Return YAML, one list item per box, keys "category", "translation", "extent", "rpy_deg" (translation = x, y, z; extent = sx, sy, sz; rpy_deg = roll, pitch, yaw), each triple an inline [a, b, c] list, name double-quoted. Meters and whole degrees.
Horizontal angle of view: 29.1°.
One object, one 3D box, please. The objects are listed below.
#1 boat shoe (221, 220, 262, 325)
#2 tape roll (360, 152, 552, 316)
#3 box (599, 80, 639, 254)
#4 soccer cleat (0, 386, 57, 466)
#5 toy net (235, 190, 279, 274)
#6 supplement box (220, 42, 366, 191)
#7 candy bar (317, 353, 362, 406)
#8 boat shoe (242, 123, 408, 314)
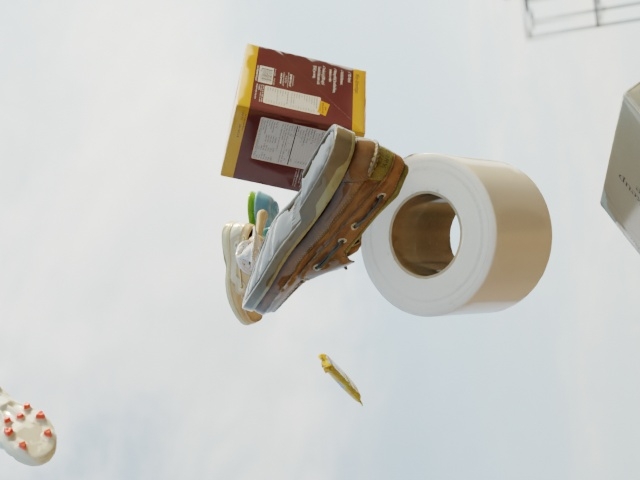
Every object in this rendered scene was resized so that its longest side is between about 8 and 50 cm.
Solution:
- category: "boat shoe"
  translation: [-0.112, 0.053, 1.933]
  extent: [0.063, 0.059, 0.170]
  rpy_deg: [-28, -67, -51]
- category: "tape roll"
  translation: [0.204, -0.007, 1.869]
  extent: [0.169, 0.246, 0.246]
  rpy_deg: [0, -95, -51]
- category: "box"
  translation: [0.406, -0.076, 1.351]
  extent: [0.148, 0.121, 0.311]
  rpy_deg: [55, 175, 22]
- category: "soccer cleat"
  translation: [-0.390, 0.240, 1.560]
  extent: [0.068, 0.196, 0.076]
  rpy_deg: [-24, -54, -34]
- category: "toy net"
  translation: [-0.099, 0.008, 1.931]
  extent: [0.232, 0.045, 0.122]
  rpy_deg: [-69, -24, -66]
- category: "supplement box"
  translation: [-0.039, -0.182, 1.885]
  extent: [0.191, 0.194, 0.129]
  rpy_deg: [-87, 11, -53]
- category: "candy bar"
  translation: [0.036, 0.233, 2.073]
  extent: [0.161, 0.018, 0.040]
  rpy_deg: [50, -169, -53]
- category: "boat shoe"
  translation: [0.000, 0.000, 1.465]
  extent: [0.104, 0.307, 0.111]
  rpy_deg: [21, -133, -14]
